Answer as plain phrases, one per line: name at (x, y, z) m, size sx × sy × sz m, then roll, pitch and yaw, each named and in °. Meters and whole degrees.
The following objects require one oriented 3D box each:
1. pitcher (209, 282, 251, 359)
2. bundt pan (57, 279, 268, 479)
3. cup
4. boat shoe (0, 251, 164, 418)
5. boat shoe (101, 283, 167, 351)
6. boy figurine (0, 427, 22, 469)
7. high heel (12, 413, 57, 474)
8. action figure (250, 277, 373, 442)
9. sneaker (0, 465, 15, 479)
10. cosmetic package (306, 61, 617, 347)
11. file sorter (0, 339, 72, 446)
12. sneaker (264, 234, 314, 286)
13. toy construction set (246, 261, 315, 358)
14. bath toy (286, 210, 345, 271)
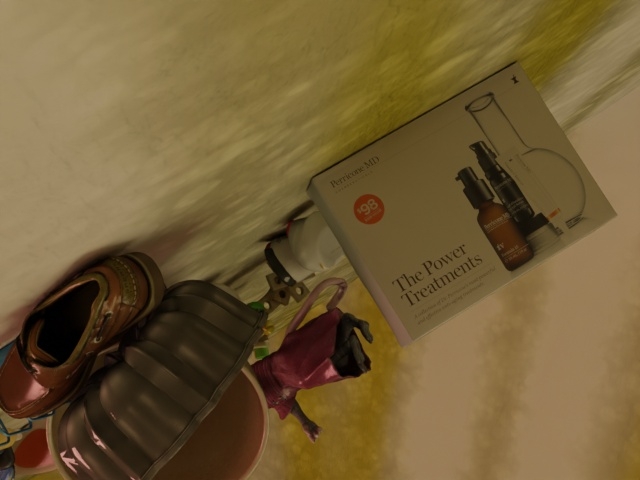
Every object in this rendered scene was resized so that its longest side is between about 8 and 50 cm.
pitcher at (-0.189, 0.173, 1.991) m, size 0.177 × 0.125 × 0.207 m, roll -7°, pitch 139°, yaw -32°
bundt pan at (-0.219, 0.181, 1.413) m, size 0.331 × 0.124 × 0.331 m, roll -49°, pitch -172°, yaw 9°
cup at (-0.257, 0.234, 1.727) m, size 0.331 × 0.331 × 0.237 m, roll -32°, pitch -153°, yaw 7°
boat shoe at (-0.324, 0.118, 1.325) m, size 0.307 × 0.111 × 0.104 m, roll -46°, pitch 164°, yaw 26°
boat shoe at (-0.293, 0.113, 1.552) m, size 0.178 × 0.064 × 0.060 m, roll -34°, pitch 172°, yaw 0°
boy figurine at (-0.634, 0.397, 2.003) m, size 0.177 × 0.092 × 0.285 m, roll -28°, pitch 176°, yaw -10°
high heel at (-0.527, 0.406, 2.457) m, size 0.377 × 0.127 × 0.181 m, roll -28°, pitch -179°, yaw 6°
action figure at (-0.087, 0.255, 2.098) m, size 0.370 × 0.276 × 0.248 m, roll -26°, pitch 160°, yaw 16°
sneaker at (-0.780, 0.540, 2.225) m, size 0.330 × 0.130 × 0.147 m, roll -30°, pitch 176°, yaw -16°
cosmetic package at (0.212, -0.056, 1.648) m, size 0.377 × 0.284 × 0.097 m, roll -31°, pitch 172°, yaw -12°
file sorter at (-0.441, 0.222, 1.507) m, size 0.170 × 0.104 × 0.118 m, roll -33°, pitch 174°, yaw 4°
sneaker at (-0.001, -0.001, 1.948) m, size 0.145 × 0.090 × 0.270 m, roll -34°, pitch 176°, yaw 15°
toy construction set at (-0.142, 0.155, 2.185) m, size 0.215 × 0.151 × 0.328 m, roll 1°, pitch 148°, yaw -30°
bath toy at (0.083, -0.045, 1.882) m, size 0.348 × 0.151 × 0.129 m, roll -27°, pitch -153°, yaw -31°
